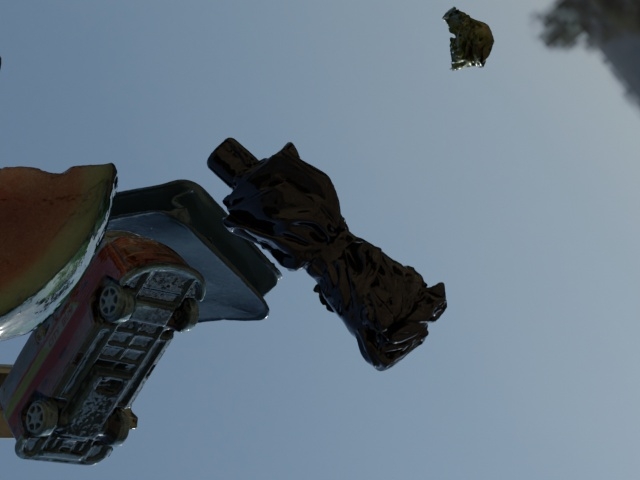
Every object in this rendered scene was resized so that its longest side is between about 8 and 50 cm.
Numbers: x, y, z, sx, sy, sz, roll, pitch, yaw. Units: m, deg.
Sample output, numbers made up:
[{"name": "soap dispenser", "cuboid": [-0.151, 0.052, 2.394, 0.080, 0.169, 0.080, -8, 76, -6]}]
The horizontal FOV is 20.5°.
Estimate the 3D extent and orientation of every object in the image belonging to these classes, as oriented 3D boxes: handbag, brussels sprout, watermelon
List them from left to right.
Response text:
[{"name": "watermelon", "cuboid": [-0.277, 0.019, 1.503, 0.207, 0.202, 0.136, -58, -32, -45]}, {"name": "handbag", "cuboid": [-0.173, 0.021, 2.135, 0.229, 0.179, 0.062, 50, -138, -41]}, {"name": "brussels sprout", "cuboid": [0.177, -0.236, 2.099, 0.085, 0.058, 0.085, -8, -90, -80]}]

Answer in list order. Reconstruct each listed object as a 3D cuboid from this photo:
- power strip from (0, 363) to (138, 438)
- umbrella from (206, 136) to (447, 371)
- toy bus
[{"name": "power strip", "cuboid": [-0.295, 0.182, 1.978, 0.192, 0.081, 0.035, 4, -171, -29]}, {"name": "umbrella", "cuboid": [0.001, 0.000, 1.691, 0.272, 0.110, 0.122, 45, 172, 8]}, {"name": "toy bus", "cuboid": [-0.232, 0.105, 1.845, 0.121, 0.265, 0.120, 13, -153, -43]}]
